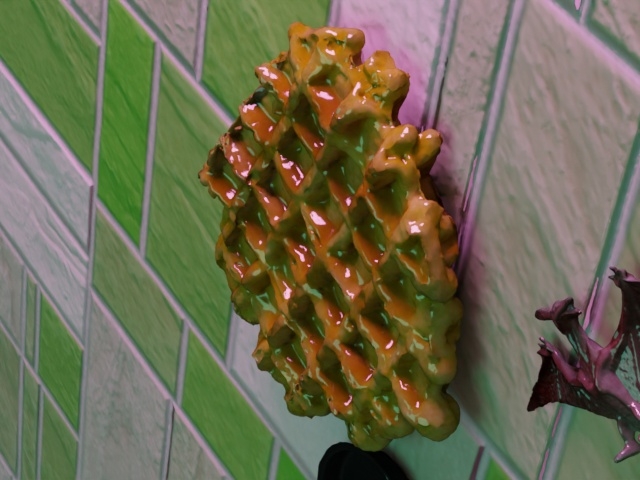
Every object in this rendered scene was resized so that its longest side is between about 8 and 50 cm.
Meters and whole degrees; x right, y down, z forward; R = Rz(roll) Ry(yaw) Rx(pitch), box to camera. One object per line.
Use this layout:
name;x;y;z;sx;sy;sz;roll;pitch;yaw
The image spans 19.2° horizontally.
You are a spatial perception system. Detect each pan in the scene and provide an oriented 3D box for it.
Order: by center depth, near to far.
pan;0.064;0.213;1.359;0.235;0.028;0.136;3;109;64

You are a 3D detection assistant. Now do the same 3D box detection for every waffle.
waffle;0.003;-0.001;1.319;0.312;0.060;0.307;5;109;58

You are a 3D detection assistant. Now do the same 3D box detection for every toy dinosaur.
toy dinosaur;0.162;0.074;1.101;0.108;0.032;0.220;62;153;15
